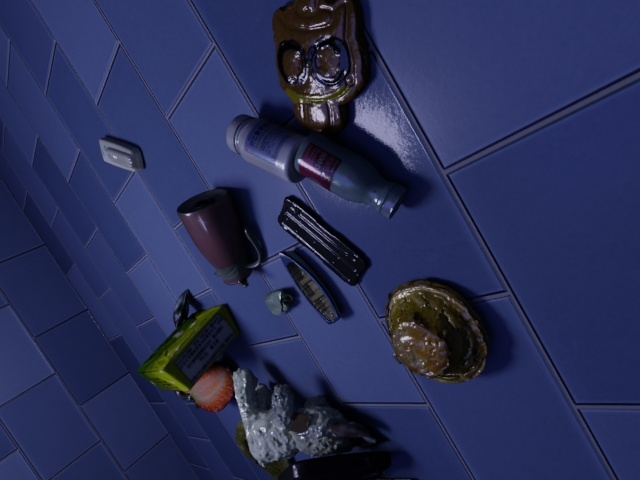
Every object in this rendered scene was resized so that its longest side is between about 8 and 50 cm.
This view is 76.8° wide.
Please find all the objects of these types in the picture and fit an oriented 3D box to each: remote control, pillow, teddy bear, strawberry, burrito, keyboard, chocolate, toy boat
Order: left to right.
[{"bbox_3d":[-0.693,-0.294,1.390,0.230,0.049,0.090,21,125,34],"label":"remote control"},{"bbox_3d":[-0.534,0.260,1.547,0.055,0.135,0.091,-6,132,-2],"label":"pillow"},{"bbox_3d":[-0.465,0.388,1.440,0.137,0.301,0.289,51,140,-14],"label":"chocolate"},{"bbox_3d":[-0.432,0.580,1.673,0.306,0.137,0.233,-37,109,23],"label":"strawberry"},{"bbox_3d":[-0.116,0.177,1.167,0.074,0.044,0.118,55,140,-4],"label":"burrito"},{"bbox_3d":[-0.056,0.532,1.285,0.327,0.362,0.375,61,-178,-39],"label":"teddy bear"},{"bbox_3d":[-0.025,0.113,1.044,0.229,0.046,0.080,52,139,4],"label":"toy boat"},{"bbox_3d":[0.000,0.000,0.971,0.262,0.016,0.106,40,136,15],"label":"keyboard"}]

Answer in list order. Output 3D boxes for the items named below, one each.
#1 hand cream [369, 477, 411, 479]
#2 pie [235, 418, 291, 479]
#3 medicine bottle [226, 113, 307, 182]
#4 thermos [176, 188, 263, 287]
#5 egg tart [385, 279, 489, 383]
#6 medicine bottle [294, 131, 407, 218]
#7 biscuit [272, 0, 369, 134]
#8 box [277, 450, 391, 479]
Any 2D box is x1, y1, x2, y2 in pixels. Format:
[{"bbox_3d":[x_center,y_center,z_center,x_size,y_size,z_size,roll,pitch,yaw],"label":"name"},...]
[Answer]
[{"bbox_3d":[0.183,0.783,1.268,0.331,0.058,0.085,-34,90,48],"label":"hand cream"},{"bbox_3d":[-0.238,0.884,1.708,0.323,0.070,0.323,21,126,31],"label":"pie"},{"bbox_3d":[-0.110,-0.204,0.878,0.187,0.103,0.102,30,132,26],"label":"medicine bottle"},{"bbox_3d":[-0.267,0.000,1.137,0.177,0.146,0.265,-10,119,19],"label":"thermos"},{"bbox_3d":[0.222,0.199,0.835,0.241,0.106,0.241,22,125,35],"label":"egg tart"},{"bbox_3d":[0.059,-0.124,0.784,0.217,0.090,0.090,33,134,14],"label":"medicine bottle"},{"bbox_3d":[-0.005,-0.339,0.745,0.209,0.041,0.290,16,125,34],"label":"biscuit"},{"bbox_3d":[0.035,0.680,1.183,0.289,0.290,0.073,113,154,-50],"label":"box"}]
